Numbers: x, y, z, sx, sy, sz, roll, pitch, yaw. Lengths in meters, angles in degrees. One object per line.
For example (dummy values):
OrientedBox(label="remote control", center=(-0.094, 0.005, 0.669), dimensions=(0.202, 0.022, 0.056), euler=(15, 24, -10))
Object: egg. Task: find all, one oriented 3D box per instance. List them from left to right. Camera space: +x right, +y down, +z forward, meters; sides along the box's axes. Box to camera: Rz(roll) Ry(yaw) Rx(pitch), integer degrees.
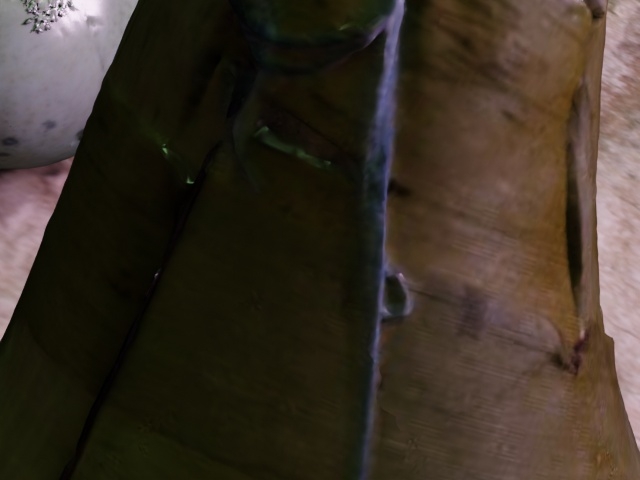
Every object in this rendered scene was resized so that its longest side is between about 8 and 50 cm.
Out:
OrientedBox(label="egg", center=(-0.165, -0.132, 0.870), dimensions=(0.169, 0.169, 0.236), euler=(18, 36, -10))

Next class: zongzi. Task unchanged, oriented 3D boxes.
OrientedBox(label="zongzi", center=(0.082, 0.039, 0.608), dimensions=(0.393, 0.356, 0.174), euler=(19, 22, -12))
